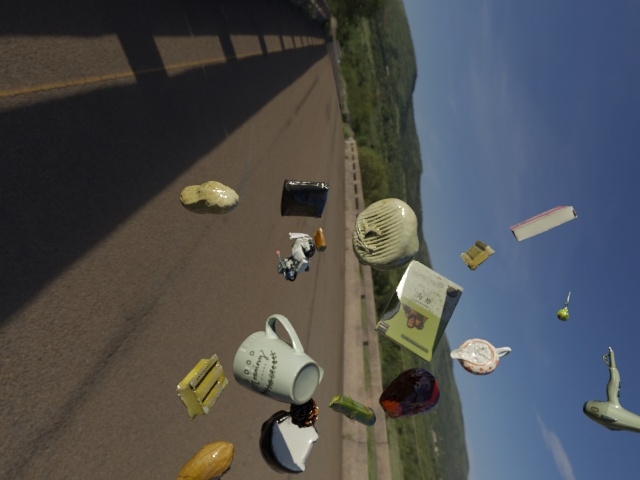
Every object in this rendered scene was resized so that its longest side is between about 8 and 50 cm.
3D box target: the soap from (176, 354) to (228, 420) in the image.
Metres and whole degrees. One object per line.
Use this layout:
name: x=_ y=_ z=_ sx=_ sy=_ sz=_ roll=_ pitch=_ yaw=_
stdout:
soap: x=-0.430 y=0.532 z=1.490 sx=0.233 sy=0.076 sz=0.135 roll=-60 pitch=127 yaw=-79

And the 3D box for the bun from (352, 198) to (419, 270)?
bun: x=0.243 y=-0.017 z=1.501 sx=0.168 sy=0.272 sz=0.273 roll=8 pitch=71 yaw=-52

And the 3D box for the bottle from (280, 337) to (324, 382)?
bottle: x=-0.179 y=0.601 z=1.925 sx=0.229 sy=0.351 sz=0.229 roll=-55 pitch=178 yaw=-3

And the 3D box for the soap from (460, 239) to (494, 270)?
soap: x=0.537 y=0.048 z=1.400 sx=0.037 sy=0.092 sz=0.252 roll=45 pitch=14 yaw=7

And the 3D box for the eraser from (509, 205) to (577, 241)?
eraser: x=0.638 y=-0.051 z=1.178 sx=0.038 sy=0.157 sz=0.230 roll=66 pitch=23 yaw=6

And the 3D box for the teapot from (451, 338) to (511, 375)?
teapot: x=0.677 y=0.489 z=1.709 sx=0.159 sy=0.245 sz=0.116 roll=-103 pitch=176 yaw=-58

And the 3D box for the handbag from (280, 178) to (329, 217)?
handbag: x=-0.080 y=-0.193 z=1.978 sx=0.247 sy=0.222 sz=0.080 roll=107 pitch=-16 yaw=-55

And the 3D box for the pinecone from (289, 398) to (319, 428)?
pinecone: x=-0.059 y=0.548 z=1.308 sx=0.102 sy=0.102 sz=0.110 roll=-86 pitch=151 yaw=-51

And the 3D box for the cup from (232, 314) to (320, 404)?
cup: x=-0.124 y=0.369 z=1.269 sx=0.186 sy=0.233 sz=0.259 roll=8 pitch=89 yaw=-51

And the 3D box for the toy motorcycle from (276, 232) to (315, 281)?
toy motorcycle: x=-0.093 y=0.054 z=1.578 sx=0.102 sy=0.221 sz=0.150 roll=5 pitch=45 yaw=-38

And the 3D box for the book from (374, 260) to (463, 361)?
book: x=0.394 y=0.265 z=1.594 sx=0.352 sy=0.239 sz=0.035 roll=-55 pitch=167 yaw=-26

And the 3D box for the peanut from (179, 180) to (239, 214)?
peanut: x=-0.514 y=-0.191 z=1.847 sx=0.152 sy=0.312 sz=0.152 roll=-8 pitch=100 yaw=-57

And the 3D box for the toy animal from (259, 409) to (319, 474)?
toy animal: x=-0.149 y=0.829 z=1.700 sx=0.310 sy=0.250 sz=0.251 roll=131 pitch=-41 yaw=-59

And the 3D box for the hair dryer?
hair dryer: x=0.770 y=0.391 z=1.005 sx=0.067 sy=0.167 sz=0.200 roll=7 pitch=102 yaw=-39

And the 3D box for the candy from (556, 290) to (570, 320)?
candy: x=0.846 y=0.223 z=1.396 sx=0.035 sy=0.035 sz=0.123 roll=40 pitch=65 yaw=-15

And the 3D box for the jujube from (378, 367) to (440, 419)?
jujube: x=0.375 y=0.652 z=1.711 sx=0.190 sy=0.255 sz=0.190 roll=58 pitch=-10 yaw=17

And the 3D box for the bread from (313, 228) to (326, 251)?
bread: x=0.000 y=0.000 z=1.469 sx=0.047 sy=0.036 sz=0.083 roll=-50 pitch=-142 yaw=39

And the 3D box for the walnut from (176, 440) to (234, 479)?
walnut: x=-0.406 y=0.801 z=1.421 sx=0.137 sy=0.245 sz=0.137 roll=55 pitch=-9 yaw=13

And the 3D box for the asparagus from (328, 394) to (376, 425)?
asparagus: x=0.124 y=0.693 z=1.667 sx=0.343 sy=0.082 sz=0.085 roll=41 pitch=18 yaw=-40
